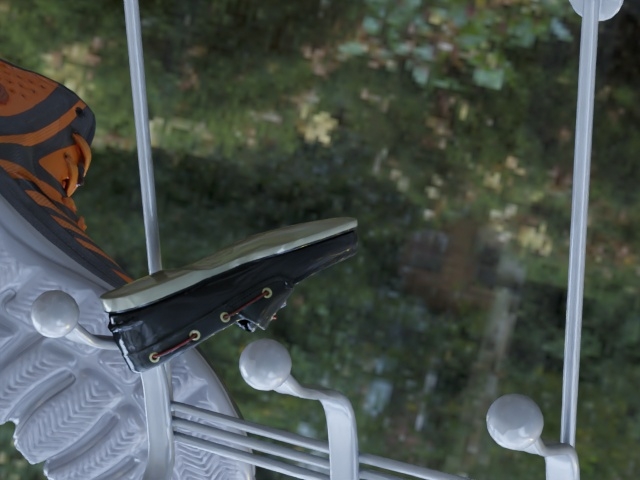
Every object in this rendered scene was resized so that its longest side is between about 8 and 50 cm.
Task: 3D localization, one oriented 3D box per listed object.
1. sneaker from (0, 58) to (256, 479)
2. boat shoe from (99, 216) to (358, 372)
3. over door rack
[{"bbox_3d":[-0.141,0.007,0.838,0.321,0.125,0.180,50,-157,-18],"label":"sneaker"},{"bbox_3d":[-0.038,0.023,0.709,0.133,0.042,0.049,-23,-170,-23],"label":"boat shoe"},{"bbox_3d":[0.000,0.000,0.639,0.240,0.324,0.108,11,-164,26],"label":"over door rack"}]
